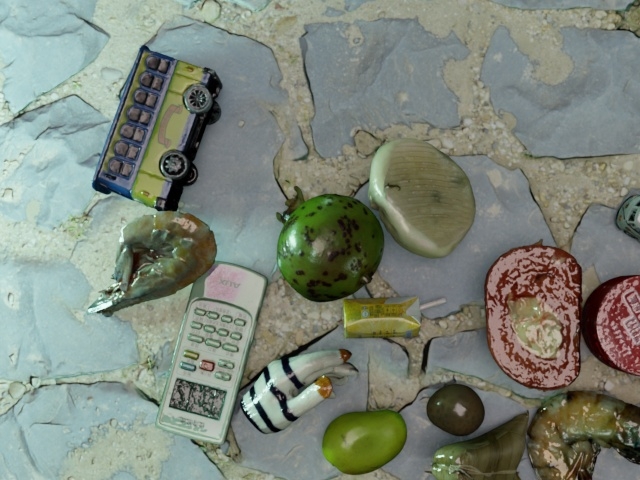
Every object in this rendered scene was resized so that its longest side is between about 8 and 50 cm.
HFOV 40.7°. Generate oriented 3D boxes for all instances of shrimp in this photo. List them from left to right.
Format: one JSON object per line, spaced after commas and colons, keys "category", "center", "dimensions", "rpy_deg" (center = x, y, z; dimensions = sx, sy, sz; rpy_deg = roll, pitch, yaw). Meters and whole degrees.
{"category": "shrimp", "center": [-0.339, 0.047, 1.632], "dimensions": [0.316, 0.062, 0.164], "rpy_deg": [-30, 108, 17]}
{"category": "shrimp", "center": [0.563, 0.419, 1.605], "dimensions": [0.365, 0.071, 0.233], "rpy_deg": [21, 93, 17]}

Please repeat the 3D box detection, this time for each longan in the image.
{"category": "longan", "center": [0.255, 0.323, 1.634], "dimensions": [0.113, 0.092, 0.113], "rpy_deg": [5, 131, 6]}

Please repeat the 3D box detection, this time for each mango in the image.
{"category": "mango", "center": [0.084, 0.383, 1.633], "dimensions": [0.163, 0.089, 0.117], "rpy_deg": [-5, 87, 0]}

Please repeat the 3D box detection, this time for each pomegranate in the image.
{"category": "pomegranate", "center": [0.000, 0.000, 1.610], "dimensions": [0.263, 0.211, 0.211], "rpy_deg": [40, 88, 30]}

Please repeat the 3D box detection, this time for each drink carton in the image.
{"category": "drink carton", "center": [0.143, 0.147, 1.650], "dimensions": [0.200, 0.084, 0.075], "rpy_deg": [-2, 64, 2]}

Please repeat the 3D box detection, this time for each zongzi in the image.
{"category": "zongzi", "center": [0.307, 0.385, 1.603], "dimensions": [0.194, 0.099, 0.197], "rpy_deg": [30, 79, -37]}

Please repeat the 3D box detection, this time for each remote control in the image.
{"category": "remote control", "center": [-0.208, 0.212, 1.669], "dimensions": [0.145, 0.050, 0.344], "rpy_deg": [14, 88, 2]}

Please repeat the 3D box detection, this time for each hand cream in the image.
{"category": "hand cream", "center": [0.593, 0.157, 1.616], "dimensions": [0.193, 0.125, 0.193], "rpy_deg": [0, 88, 0]}

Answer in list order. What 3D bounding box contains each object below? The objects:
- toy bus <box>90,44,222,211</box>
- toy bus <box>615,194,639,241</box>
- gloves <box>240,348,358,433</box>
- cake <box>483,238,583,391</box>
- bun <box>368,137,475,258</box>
{"category": "toy bus", "center": [-0.308, -0.204, 1.650], "dimensions": [0.175, 0.138, 0.288], "rpy_deg": [19, 87, 1]}
{"category": "toy bus", "center": [0.663, -0.015, 1.642], "dimensions": [0.194, 0.089, 0.087], "rpy_deg": [35, 88, 4]}
{"category": "gloves", "center": [-0.040, 0.265, 1.621], "dimensions": [0.218, 0.140, 0.131], "rpy_deg": [-45, 78, 6]}
{"category": "cake", "center": [0.396, 0.139, 1.614], "dimensions": [0.177, 0.151, 0.283], "rpy_deg": [1, 87, 13]}
{"category": "bun", "center": [0.184, -0.075, 1.627], "dimensions": [0.210, 0.116, 0.237], "rpy_deg": [-13, 80, -30]}
